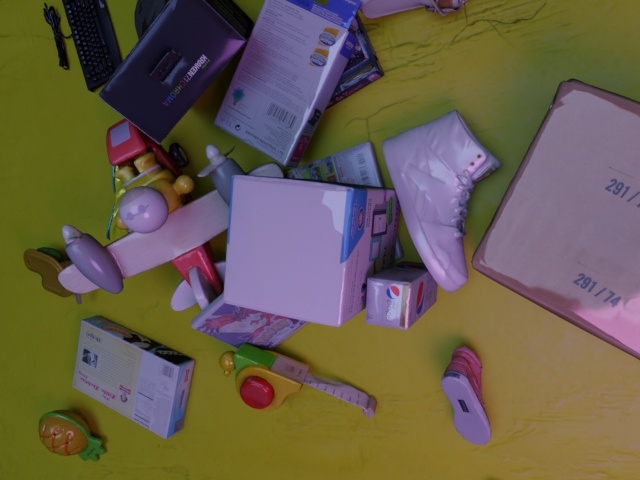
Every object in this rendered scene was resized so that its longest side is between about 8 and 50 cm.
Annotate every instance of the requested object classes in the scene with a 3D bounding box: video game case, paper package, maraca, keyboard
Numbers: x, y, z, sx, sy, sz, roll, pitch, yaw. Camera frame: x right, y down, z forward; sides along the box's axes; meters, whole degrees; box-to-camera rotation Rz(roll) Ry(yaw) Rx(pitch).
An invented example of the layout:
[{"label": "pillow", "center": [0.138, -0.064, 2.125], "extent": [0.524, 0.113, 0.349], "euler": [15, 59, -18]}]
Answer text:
[{"label": "video game case", "center": [-0.123, 0.148, 0.981], "extent": [0.201, 0.183, 0.023], "euler": [-40, 37, 23]}, {"label": "paper package", "center": [0.427, -0.022, 0.704], "extent": [0.324, 0.168, 0.310], "euler": [29, 107, 19]}, {"label": "maraca", "center": [-0.652, 0.515, 1.289], "extent": [0.185, 0.099, 0.127], "euler": [40, 120, -10]}, {"label": "keyboard", "center": [-0.599, -0.522, 1.210], "extent": [0.201, 0.033, 0.317], "euler": [-19, 85, 25]}, {"label": "video game case", "center": [0.035, -0.052, 0.960], "extent": [0.206, 0.026, 0.227], "euler": [-16, 88, 25]}]

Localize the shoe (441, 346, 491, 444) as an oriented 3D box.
[{"label": "shoe", "center": [0.264, 0.272, 0.863], "extent": [0.063, 0.081, 0.178], "euler": [-5, 122, 37]}]

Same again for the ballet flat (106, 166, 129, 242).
[{"label": "ballet flat", "center": [-0.450, -0.098, 1.162], "extent": [0.077, 0.077, 0.231], "euler": [13, 103, 2]}]

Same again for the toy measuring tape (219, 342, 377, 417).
[{"label": "toy measuring tape", "center": [-0.056, 0.308, 0.996], "extent": [0.330, 0.121, 0.121], "euler": [20, 103, 8]}]

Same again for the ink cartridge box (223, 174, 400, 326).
[{"label": "ink cartridge box", "center": [0.000, 0.000, 0.818], "extent": [0.197, 0.270, 0.198], "euler": [8, 99, 22]}]

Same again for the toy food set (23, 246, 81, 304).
[{"label": "toy food set", "center": [-0.671, 0.076, 1.280], "extent": [0.217, 0.071, 0.128], "euler": [17, 125, 25]}]

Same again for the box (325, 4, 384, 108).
[{"label": "box", "center": [-0.014, -0.333, 0.947], "extent": [0.233, 0.044, 0.159], "euler": [-24, 84, 24]}]

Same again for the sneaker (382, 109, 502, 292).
[{"label": "sneaker", "center": [0.227, -0.072, 0.821], "extent": [0.169, 0.108, 0.293], "euler": [-23, 81, 27]}]

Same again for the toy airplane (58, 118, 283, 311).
[{"label": "toy airplane", "center": [-0.305, -0.028, 0.979], "extent": [0.384, 0.272, 0.386], "euler": [19, 90, 4]}]

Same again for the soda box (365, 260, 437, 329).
[{"label": "soda box", "center": [0.141, 0.084, 0.816], "extent": [0.069, 0.216, 0.074], "euler": [5, 97, 24]}]

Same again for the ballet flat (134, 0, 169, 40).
[{"label": "ballet flat", "center": [-0.367, -0.448, 1.101], "extent": [0.084, 0.058, 0.250], "euler": [0, 90, 21]}]

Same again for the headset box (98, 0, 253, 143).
[{"label": "headset box", "center": [-0.255, -0.341, 0.913], "extent": [0.131, 0.283, 0.246], "euler": [39, 111, -24]}]

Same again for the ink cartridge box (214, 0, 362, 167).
[{"label": "ink cartridge box", "center": [-0.059, -0.314, 0.910], "extent": [0.185, 0.065, 0.311], "euler": [33, 109, 19]}]

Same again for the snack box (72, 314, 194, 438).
[{"label": "snack box", "center": [-0.464, 0.326, 1.202], "extent": [0.321, 0.060, 0.187], "euler": [17, 101, 22]}]

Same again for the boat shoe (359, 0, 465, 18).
[{"label": "boat shoe", "center": [0.200, -0.431, 0.803], "extent": [0.302, 0.113, 0.103], "euler": [-16, 82, 24]}]
